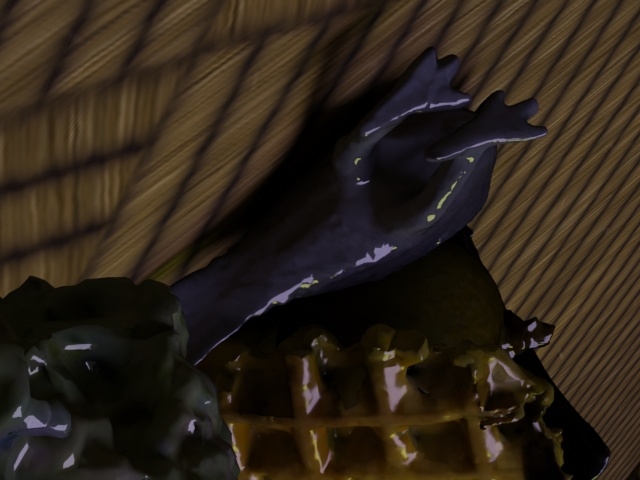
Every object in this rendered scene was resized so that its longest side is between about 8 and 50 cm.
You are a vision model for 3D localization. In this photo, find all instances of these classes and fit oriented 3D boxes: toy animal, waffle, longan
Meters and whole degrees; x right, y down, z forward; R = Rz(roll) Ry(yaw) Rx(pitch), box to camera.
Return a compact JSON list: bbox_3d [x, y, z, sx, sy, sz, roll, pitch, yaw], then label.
[{"bbox_3d":[0.027,-0.023,1.030,0.367,0.081,0.206,-34,175,-40],"label":"toy animal"},{"bbox_3d":[0.032,0.170,1.134,0.307,0.312,0.060,-30,-151,33],"label":"waffle"},{"bbox_3d":[0.056,0.071,1.185,0.176,0.145,0.154,-5,148,-4],"label":"longan"}]

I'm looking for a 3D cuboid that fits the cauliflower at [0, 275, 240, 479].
[{"bbox_3d":[-0.152,0.011,0.371,0.239,0.315,0.256,-7,163,24],"label":"cauliflower"}]

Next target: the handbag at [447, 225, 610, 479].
[{"bbox_3d":[0.081,0.132,1.304,0.089,0.254,0.211,20,115,-33],"label":"handbag"}]
